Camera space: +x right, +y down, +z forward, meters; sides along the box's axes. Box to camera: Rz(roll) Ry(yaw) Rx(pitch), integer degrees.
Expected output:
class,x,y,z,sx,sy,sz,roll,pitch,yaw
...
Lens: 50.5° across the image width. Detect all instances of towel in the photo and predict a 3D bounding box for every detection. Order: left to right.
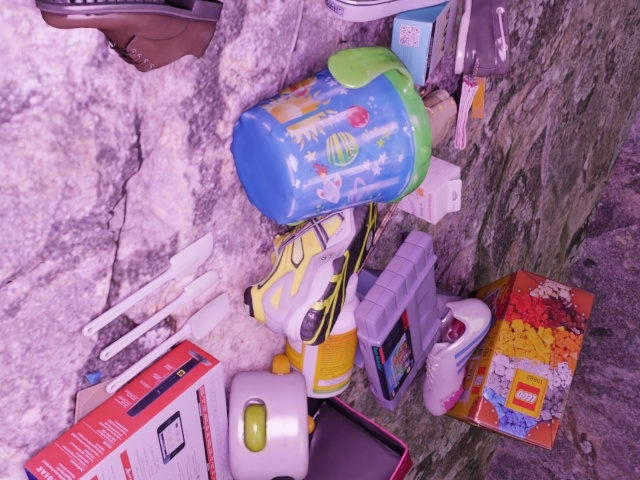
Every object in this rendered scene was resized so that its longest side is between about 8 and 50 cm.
class,x,y,z,sx,sy,sz,roll,pitch,yaw
towel,0.294,-0.291,1.364,0.197,0.029,0.144,-73,167,-50

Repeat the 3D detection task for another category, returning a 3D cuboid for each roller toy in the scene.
class,x,y,z,sx,sy,sz,roll,pitch,yaw
roller toy,-0.083,0.326,1.203,0.209,0.146,0.191,-97,-173,-61

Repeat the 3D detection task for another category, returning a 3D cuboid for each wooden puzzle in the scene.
class,x,y,z,sx,sy,sz,roll,pitch,yaw
wooden puzzle,-0.326,0.235,0.980,0.078,0.014,0.116,-10,122,-57

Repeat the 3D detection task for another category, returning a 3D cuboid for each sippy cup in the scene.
class,x,y,z,sx,sy,sz,roll,pitch,yaw
sippy cup,0.002,-0.136,0.983,0.224,0.240,0.305,-25,125,-30

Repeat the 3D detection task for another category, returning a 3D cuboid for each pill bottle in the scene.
class,x,y,z,sx,sy,sz,roll,pitch,yaw
pill bottle,0.006,0.164,1.283,0.136,0.136,0.246,-27,135,-43

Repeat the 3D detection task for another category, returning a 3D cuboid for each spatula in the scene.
class,x,y,z,sx,sy,sz,roll,pitch,yaw
spatula,-0.231,0.113,1.003,0.242,0.019,0.168,-40,141,-37

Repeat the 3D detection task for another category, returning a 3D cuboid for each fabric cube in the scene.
class,x,y,z,sx,sy,sz,roll,pitch,yaw
fabric cube,0.016,0.473,1.386,0.254,0.259,0.258,-53,158,-15

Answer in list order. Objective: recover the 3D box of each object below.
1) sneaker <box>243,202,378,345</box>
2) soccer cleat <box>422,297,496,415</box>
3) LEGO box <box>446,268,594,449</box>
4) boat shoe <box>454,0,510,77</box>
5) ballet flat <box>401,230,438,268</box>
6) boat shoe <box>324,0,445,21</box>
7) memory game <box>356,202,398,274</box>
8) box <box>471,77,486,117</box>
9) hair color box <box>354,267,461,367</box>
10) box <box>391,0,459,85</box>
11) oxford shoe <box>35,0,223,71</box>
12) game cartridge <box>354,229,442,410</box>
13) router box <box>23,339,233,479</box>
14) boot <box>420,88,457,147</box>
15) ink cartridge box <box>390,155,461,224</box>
class,x,y,z,sx,sy,sz,roll,pitch,yaw
sneaker,0.000,0.000,1.158,0.385,0.147,0.145,-58,156,-44
soccer cleat,0.291,0.276,1.618,0.143,0.116,0.331,5,116,-32
LEGO box,0.478,0.309,1.766,0.500,0.193,0.372,98,12,-78
boat shoe,0.298,-0.444,1.182,0.112,0.095,0.335,41,57,-83
ballet flat,0.223,0.043,1.570,0.074,0.074,0.203,-58,151,-6
boat shoe,0.132,-0.425,1.031,0.306,0.113,0.105,-25,149,-32
memory game,0.109,-0.001,1.352,0.186,0.012,0.186,-60,174,-11
box,0.340,-0.340,1.447,0.136,0.028,0.081,79,20,-43
hair color box,0.178,0.180,1.567,0.374,0.113,0.185,13,104,-57
box,0.177,-0.350,1.125,0.244,0.060,0.100,-57,156,-51
oxford shoe,-0.200,-0.227,0.738,0.227,0.083,0.096,-13,128,-50
game cartridge,0.165,0.174,1.359,0.230,0.068,0.355,-56,150,-29
router box,-0.276,0.371,1.071,0.301,0.082,0.335,-37,142,-40
boot,0.168,-0.238,1.243,0.203,0.095,0.262,-41,145,-29
ink cartridge box,0.210,-0.108,1.359,0.090,0.143,0.092,-43,144,-27
